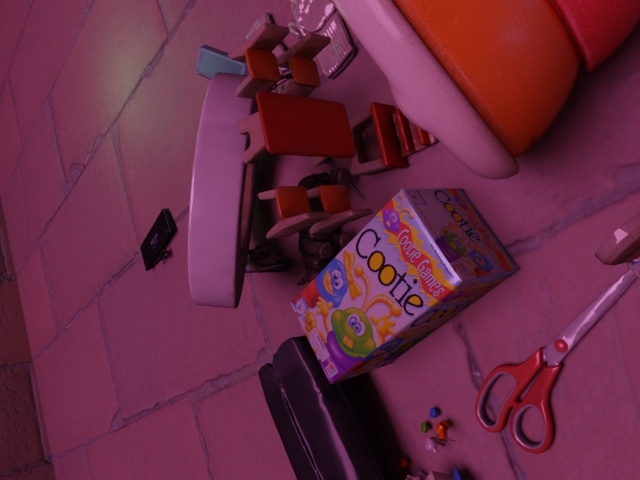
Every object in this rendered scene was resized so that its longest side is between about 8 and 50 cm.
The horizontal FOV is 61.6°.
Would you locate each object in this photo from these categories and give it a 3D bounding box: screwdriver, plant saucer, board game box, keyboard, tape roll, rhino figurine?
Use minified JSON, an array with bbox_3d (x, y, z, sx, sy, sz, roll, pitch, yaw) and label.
[{"bbox_3d":[0.024,-0.125,0.922,0.170,0.025,0.024,46,124,23],"label":"screwdriver"},{"bbox_3d":[-0.209,-0.364,1.137,0.192,0.018,0.067,32,116,39],"label":"plant saucer"},{"bbox_3d":[0.105,0.066,0.759,0.275,0.142,0.144,-48,61,37],"label":"board game box"},{"bbox_3d":[-0.416,0.011,1.383,0.180,0.023,0.108,-48,54,38],"label":"keyboard"},{"bbox_3d":[-0.152,-0.081,0.901,0.392,0.072,0.391,-175,90,-85],"label":"tape roll"},{"bbox_3d":[0.000,0.000,0.911,0.106,0.073,0.243,14,105,59],"label":"rhino figurine"}]

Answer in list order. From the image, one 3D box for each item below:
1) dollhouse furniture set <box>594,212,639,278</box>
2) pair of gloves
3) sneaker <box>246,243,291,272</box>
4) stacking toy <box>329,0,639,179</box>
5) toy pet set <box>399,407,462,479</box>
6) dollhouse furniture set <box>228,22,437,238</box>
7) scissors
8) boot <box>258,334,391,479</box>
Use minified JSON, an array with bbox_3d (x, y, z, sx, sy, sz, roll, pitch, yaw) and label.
[{"bbox_3d":[0.439,0.020,0.328,0.362,0.257,0.394,55,129,28],"label":"dollhouse furniture set"},{"bbox_3d":[-0.050,-0.354,0.956,0.240,0.042,0.204,-26,75,43],"label":"pair of gloves"},{"bbox_3d":[-0.108,0.034,1.045,0.135,0.052,0.057,-4,85,45],"label":"sneaker"},{"bbox_3d":[0.255,-0.321,0.522,0.480,0.351,0.350,-37,66,21],"label":"stacking toy"},{"bbox_3d":[0.180,0.332,0.782,0.114,0.065,0.122,-103,33,-63],"label":"toy pet set"},{"bbox_3d":[0.024,-0.152,0.740,0.135,0.259,0.261,-20,79,47],"label":"dollhouse furniture set"},{"bbox_3d":[0.281,0.137,0.670,0.109,0.021,0.296,35,119,41],"label":"scissors"},{"bbox_3d":[-0.012,0.422,0.910,0.367,0.146,0.445,-44,64,35],"label":"boot"}]
